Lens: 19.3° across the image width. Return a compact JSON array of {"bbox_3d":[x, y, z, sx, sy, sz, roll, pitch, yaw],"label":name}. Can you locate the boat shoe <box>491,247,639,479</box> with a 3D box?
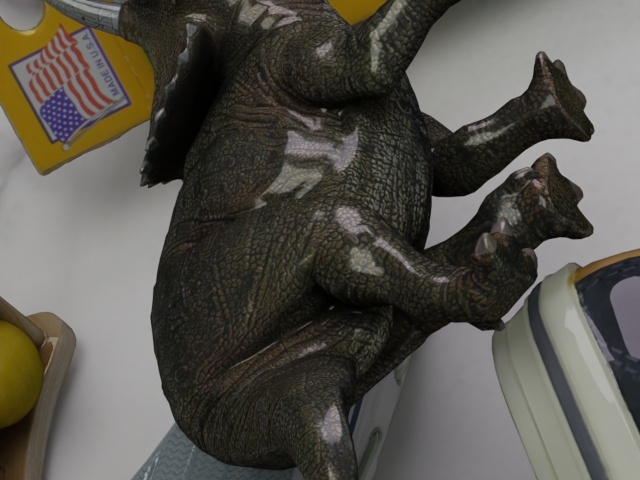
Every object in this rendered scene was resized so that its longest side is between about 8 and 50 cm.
[{"bbox_3d":[0.198,0.180,0.482,0.156,0.187,0.500,-29,51,10],"label":"boat shoe"}]

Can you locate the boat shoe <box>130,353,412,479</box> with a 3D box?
[{"bbox_3d":[-0.011,0.084,0.674,0.083,0.076,0.226,7,62,40],"label":"boat shoe"}]

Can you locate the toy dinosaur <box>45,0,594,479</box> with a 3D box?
[{"bbox_3d":[0.000,0.000,0.617,0.160,0.121,0.313,-29,49,27],"label":"toy dinosaur"}]

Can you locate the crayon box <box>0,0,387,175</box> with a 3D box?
[{"bbox_3d":[-0.016,-0.191,0.756,0.323,0.203,0.083,-26,18,4],"label":"crayon box"}]

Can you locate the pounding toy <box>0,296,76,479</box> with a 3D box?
[{"bbox_3d":[-0.160,0.124,0.661,0.154,0.155,0.269,-4,63,22],"label":"pounding toy"}]
